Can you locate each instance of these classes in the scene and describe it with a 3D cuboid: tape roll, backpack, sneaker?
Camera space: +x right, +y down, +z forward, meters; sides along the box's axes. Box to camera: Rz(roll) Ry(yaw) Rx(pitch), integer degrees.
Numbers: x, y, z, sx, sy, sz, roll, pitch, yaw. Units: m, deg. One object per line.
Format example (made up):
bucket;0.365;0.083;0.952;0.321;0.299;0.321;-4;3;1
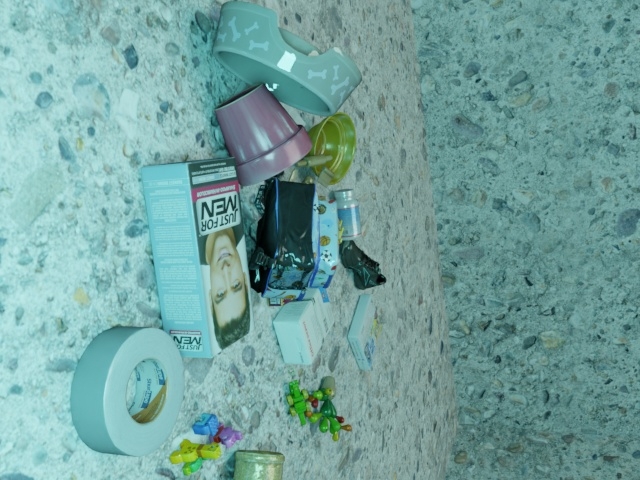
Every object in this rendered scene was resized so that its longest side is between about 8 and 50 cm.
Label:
tape roll;-0.329;0.261;1.105;0.219;0.072;0.220;-2;90;-66
backpack;-0.068;0.014;1.500;0.263;0.213;0.277;123;-23;-54
sneaker;0.151;0.078;2.208;0.267;0.106;0.101;57;39;-49

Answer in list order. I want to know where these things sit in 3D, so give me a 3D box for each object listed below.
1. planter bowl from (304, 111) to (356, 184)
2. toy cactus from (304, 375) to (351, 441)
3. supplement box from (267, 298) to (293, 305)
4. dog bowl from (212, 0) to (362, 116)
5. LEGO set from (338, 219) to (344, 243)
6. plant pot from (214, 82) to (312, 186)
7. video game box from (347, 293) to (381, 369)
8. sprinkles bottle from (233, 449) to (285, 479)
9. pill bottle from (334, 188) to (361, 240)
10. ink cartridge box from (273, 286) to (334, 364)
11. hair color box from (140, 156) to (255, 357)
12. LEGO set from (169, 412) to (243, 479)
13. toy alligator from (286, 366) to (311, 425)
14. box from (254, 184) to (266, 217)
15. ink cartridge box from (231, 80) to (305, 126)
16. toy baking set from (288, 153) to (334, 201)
planter bowl;0.012;-0.280;1.891;0.217;0.090;0.217;-29;127;-47
toy cactus;0.026;0.490;1.909;0.219;0.112;0.181;57;28;-37
supplement box;-0.105;0.140;1.675;0.083;0.043;0.055;-20;105;-67
dog bowl;-0.084;-0.392;1.418;0.102;0.348;0.348;-64;154;0
LEGO set;0.000;0.000;1.912;0.132;0.107;0.287;115;-10;-51
plant pot;-0.143;-0.251;1.453;0.180;0.201;0.201;62;32;-20
video game box;0.163;0.330;2.289;0.205;0.048;0.187;-67;145;-44
sprinkles bottle;-0.155;0.661;1.424;0.121;0.121;0.356;36;55;-62
pill bottle;0.086;-0.086;2.085;0.087;0.087;0.160;-33;119;-64
ink cartridge box;-0.043;0.226;1.761;0.203;0.085;0.148;-54;136;-54
hair color box;-0.239;0.028;1.280;0.185;0.113;0.375;-26;113;-65
LEGO set;-0.230;0.432;1.297;0.227;0.093;0.087;-50;133;-57
toy alligator;-0.069;0.419;1.739;0.051;0.056;0.190;-145;-140;-65
box;-0.140;-0.093;1.641;0.083;0.018;0.067;63;34;-46
ink cartridge box;-0.143;-0.322;1.639;0.232;0.066;0.189;46;44;-29
toy baking set;-0.035;-0.142;1.772;0.256;0.030;0.197;-14;115;-53
